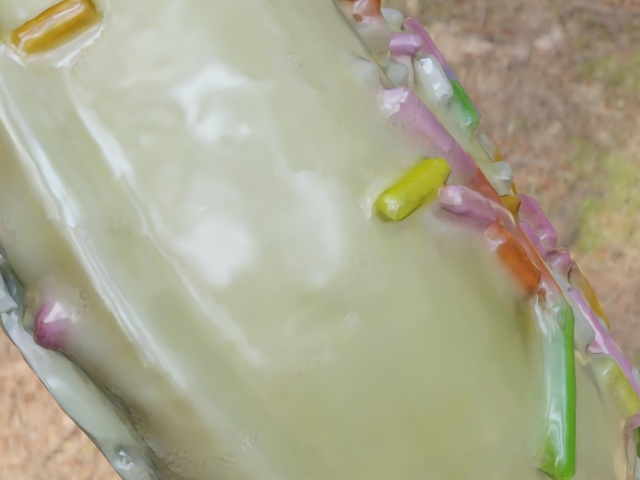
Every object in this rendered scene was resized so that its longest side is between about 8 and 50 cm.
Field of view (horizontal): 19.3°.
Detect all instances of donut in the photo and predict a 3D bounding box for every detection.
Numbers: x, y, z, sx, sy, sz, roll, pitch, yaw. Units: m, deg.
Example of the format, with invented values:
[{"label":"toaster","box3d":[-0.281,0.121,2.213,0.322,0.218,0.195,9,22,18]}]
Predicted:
[{"label":"donut","box3d":[0.002,0.006,0.694,0.150,0.371,0.307,-33,85,9]}]
